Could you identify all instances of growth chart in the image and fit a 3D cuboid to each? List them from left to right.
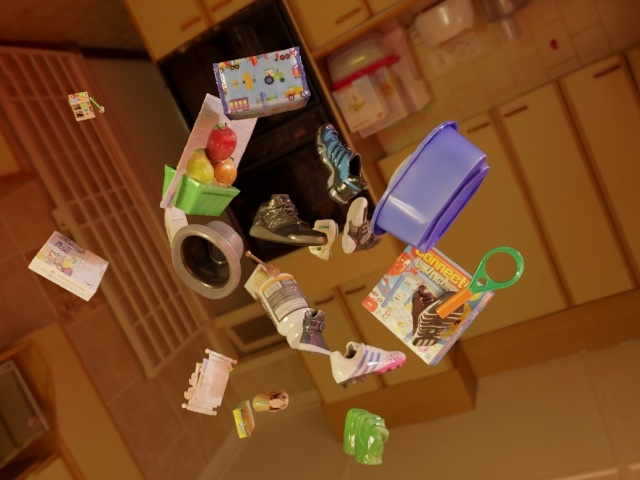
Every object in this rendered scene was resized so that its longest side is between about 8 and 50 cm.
[{"bbox_3d":[-0.407,0.519,2.068,0.021,0.172,0.237,-11,-129,44],"label":"growth chart"}]

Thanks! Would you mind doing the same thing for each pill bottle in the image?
[{"bbox_3d":[-0.122,0.280,2.249,0.162,0.278,0.162,-24,148,-16],"label":"pill bottle"}]

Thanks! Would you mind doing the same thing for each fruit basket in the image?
[{"bbox_3d":[-0.341,-0.255,1.737,0.166,0.352,0.327,22,-171,18],"label":"fruit basket"}]

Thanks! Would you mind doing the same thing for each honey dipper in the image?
[{"bbox_3d":[-0.194,0.073,1.836,0.030,0.030,0.161,-31,-136,-34],"label":"honey dipper"}]

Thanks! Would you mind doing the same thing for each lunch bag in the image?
[{"bbox_3d":[-0.152,-0.387,1.536,0.221,0.138,0.293,-13,177,-3],"label":"lunch bag"}]

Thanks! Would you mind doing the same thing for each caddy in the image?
[{"bbox_3d":[0.262,-0.133,1.404,0.341,0.179,0.241,-54,159,5],"label":"caddy"}]

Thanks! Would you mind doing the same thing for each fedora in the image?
[{"bbox_3d":[-0.331,0.040,1.750,0.124,0.244,0.275,-51,168,-45],"label":"fedora"}]

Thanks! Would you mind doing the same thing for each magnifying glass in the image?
[{"bbox_3d":[0.367,0.102,1.312,0.231,0.092,0.026,-40,178,10],"label":"magnifying glass"}]

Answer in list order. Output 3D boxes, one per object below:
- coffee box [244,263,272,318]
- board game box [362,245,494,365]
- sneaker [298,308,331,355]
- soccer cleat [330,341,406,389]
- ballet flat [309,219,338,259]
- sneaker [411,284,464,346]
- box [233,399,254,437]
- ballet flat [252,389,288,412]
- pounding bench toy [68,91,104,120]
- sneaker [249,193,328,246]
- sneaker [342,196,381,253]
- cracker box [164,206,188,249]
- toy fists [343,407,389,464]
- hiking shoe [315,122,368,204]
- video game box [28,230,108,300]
[{"bbox_3d":[-0.230,0.240,2.633,0.098,0.246,0.141,19,111,-48],"label":"coffee box"},{"bbox_3d":[0.345,0.191,1.842,0.302,0.308,0.086,-53,151,6],"label":"board game box"},{"bbox_3d":[-0.008,0.347,2.123,0.086,0.163,0.226,1,162,20],"label":"sneaker"},{"bbox_3d":[0.171,0.407,1.970,0.331,0.143,0.116,-6,160,-43],"label":"soccer cleat"},{"bbox_3d":[0.000,0.000,1.762,0.086,0.086,0.248,-28,162,-16],"label":"ballet flat"},{"bbox_3d":[0.316,0.180,1.623,0.107,0.162,0.281,6,144,-12],"label":"sneaker"},{"bbox_3d":[-0.283,0.662,2.092,0.043,0.105,0.179,-15,174,-3],"label":"box"},{"bbox_3d":[-0.156,0.578,2.011,0.073,0.080,0.232,-3,171,25],"label":"ballet flat"},{"bbox_3d":[-0.679,-0.396,1.640,0.083,0.065,0.052,-17,-132,-16],"label":"pounding bench toy"},{"bbox_3d":[-0.075,-0.053,1.444,0.228,0.130,0.087,12,177,35],"label":"sneaker"},{"bbox_3d":[0.192,-0.063,2.424,0.153,0.268,0.101,2,-148,-21],"label":"sneaker"},{"bbox_3d":[-0.526,-0.010,2.109,0.067,0.232,0.155,-12,153,-20],"label":"cracker box"},{"bbox_3d":[0.142,0.615,1.797,0.096,0.142,0.279,4,169,-11],"label":"toy fists"},{"bbox_3d":[0.078,-0.270,1.877,0.132,0.304,0.113,-28,155,30],"label":"hiking shoe"},{"bbox_3d":[-0.739,0.072,1.672,0.048,0.187,0.205,-47,-159,11],"label":"video game box"}]
